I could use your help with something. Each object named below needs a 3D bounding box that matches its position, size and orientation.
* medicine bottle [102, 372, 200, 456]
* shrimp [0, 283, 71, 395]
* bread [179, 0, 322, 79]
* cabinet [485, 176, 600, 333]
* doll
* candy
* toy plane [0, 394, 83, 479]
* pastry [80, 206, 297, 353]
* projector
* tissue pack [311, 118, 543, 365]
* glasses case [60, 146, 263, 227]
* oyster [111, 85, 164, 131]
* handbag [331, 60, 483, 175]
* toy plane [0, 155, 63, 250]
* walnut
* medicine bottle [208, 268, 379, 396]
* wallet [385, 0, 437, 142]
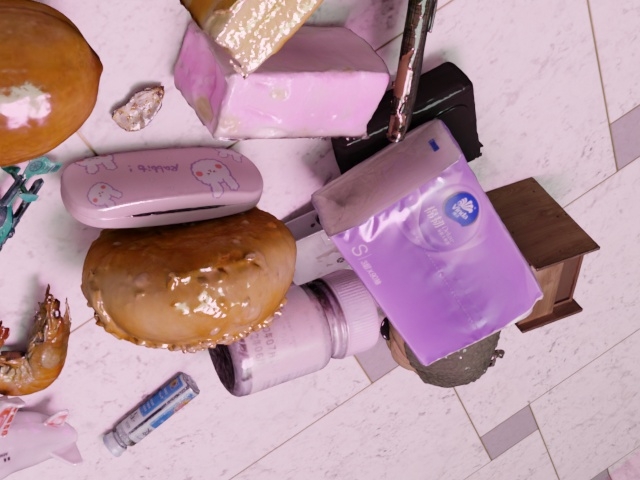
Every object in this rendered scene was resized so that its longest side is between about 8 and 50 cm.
[{"bbox_3d":[-0.304,0.314,1.869,0.191,0.051,0.051,-38,141,4],"label":"medicine bottle"},{"bbox_3d":[-0.453,0.160,1.602,0.150,0.068,0.248,7,131,-35],"label":"shrimp"},{"bbox_3d":[-0.076,-0.350,1.230,0.246,0.239,0.111,-48,133,12],"label":"bread"},{"bbox_3d":[0.385,0.028,1.945,0.148,0.215,0.174,-19,138,-20],"label":"cabinet"},{"bbox_3d":[0.227,0.156,1.962,0.247,0.247,0.349,-33,147,-4],"label":"doll"},{"bbox_3d":[-0.053,-0.221,1.434,0.265,0.155,0.115,-5,134,-31],"label":"candy"},{"bbox_3d":[-0.517,0.339,1.689,0.252,0.118,0.252,-19,139,-18],"label":"toy plane"},{"bbox_3d":[-0.188,0.067,1.518,0.316,0.284,0.184,-14,111,-22],"label":"pastry"},{"bbox_3d":[0.000,0.000,1.748,0.147,0.061,0.115,-24,142,5],"label":"projector"},{"bbox_3d":[0.177,0.015,1.645,0.242,0.160,0.338,-32,124,8],"label":"tissue pack"},{"bbox_3d":[-0.222,-0.078,1.489,0.297,0.113,0.075,-9,136,-30],"label":"glasses case"},{"bbox_3d":[-0.247,-0.186,1.437,0.083,0.019,0.054,-40,139,8],"label":"oyster"},{"bbox_3d":[0.139,-0.165,1.692,0.247,0.080,0.223,-26,148,-4],"label":"handbag"},{"bbox_3d":[-0.445,-0.030,1.421,0.235,0.060,0.096,-48,147,20],"label":"toy plane"},{"bbox_3d":[-0.419,-0.175,1.188,0.336,0.209,0.209,-17,137,-23],"label":"walnut"},{"bbox_3d":[-0.050,0.156,1.806,0.273,0.165,0.165,-17,137,-23],"label":"medicine bottle"},{"bbox_3d":[0.137,-0.310,1.444,0.044,0.169,0.316,10,119,4],"label":"wallet"}]
